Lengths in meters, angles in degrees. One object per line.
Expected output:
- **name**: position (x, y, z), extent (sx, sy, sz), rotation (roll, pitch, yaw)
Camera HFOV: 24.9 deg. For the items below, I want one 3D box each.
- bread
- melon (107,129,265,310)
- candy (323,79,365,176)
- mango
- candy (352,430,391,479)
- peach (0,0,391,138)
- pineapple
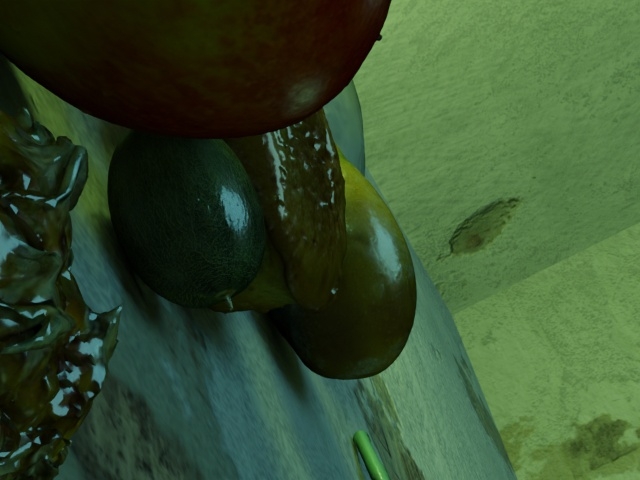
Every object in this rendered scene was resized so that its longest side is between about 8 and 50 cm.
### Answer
- **bread**: position (-0.061, -0.060, 1.296), extent (0.268, 0.145, 0.268), rotation (-12, 90, -73)
- **melon**: position (-0.102, -0.019, 1.124), extent (0.167, 0.114, 0.114), rotation (62, 7, 16)
- **candy**: position (-0.078, -0.219, 1.792), extent (0.427, 0.186, 0.386), rotation (52, 16, -36)
- **mango**: position (0.000, 0.000, 1.546), extent (0.193, 0.146, 0.316), rotation (-49, -123, 52)
- **candy**: position (0.095, 0.315, 1.474), extent (0.119, 0.119, 0.440), rotation (59, 1, -30)
- **peach**: position (-0.102, -0.247, 1.027), extent (0.370, 0.370, 0.370), rotation (61, 8, -14)
- **pineapple**: position (-0.132, 0.051, 0.525), extent (0.158, 0.161, 0.334), rotation (62, 5, -21)
